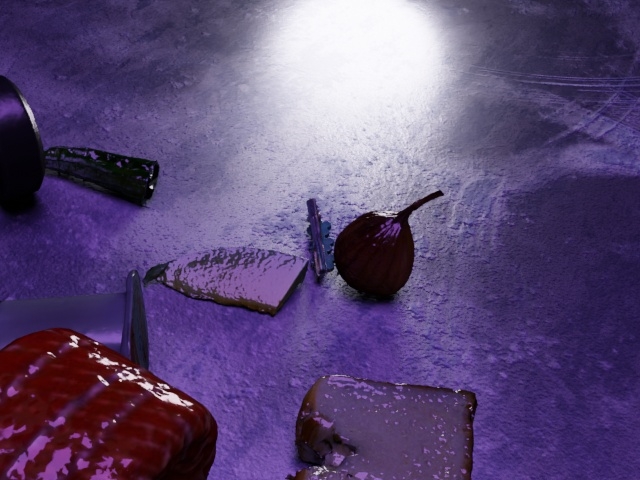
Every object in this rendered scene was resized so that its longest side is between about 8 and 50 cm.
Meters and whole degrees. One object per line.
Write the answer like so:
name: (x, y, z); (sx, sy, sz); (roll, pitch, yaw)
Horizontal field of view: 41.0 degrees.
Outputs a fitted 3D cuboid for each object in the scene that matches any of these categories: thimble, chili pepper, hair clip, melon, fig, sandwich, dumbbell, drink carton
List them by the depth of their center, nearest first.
thimble: (-0.286, 0.277, 0.893); (0.231, 0.350, 0.350); (30, 46, 15)
sandwich: (0.080, 0.307, 1.111); (0.249, 0.095, 0.273); (10, 41, -1)
drink carton: (-0.328, 0.150, 1.149); (0.190, 0.185, 0.191); (-7, 46, -3)
dumbbell: (-0.623, -0.130, 1.352); (0.323, 0.203, 0.204); (-22, 52, -30)
melon: (-0.151, 0.067, 1.372); (0.262, 0.053, 0.113); (3, 61, -3)
fig: (0.114, -0.006, 1.381); (0.134, 0.201, 0.146); (11, 50, -30)
hair clip: (0.001, 0.000, 1.463); (0.049, 0.049, 0.172); (2, 48, -11)
chili pepper: (-0.401, -0.123, 1.501); (0.227, 0.059, 0.088); (11, 47, 3)
